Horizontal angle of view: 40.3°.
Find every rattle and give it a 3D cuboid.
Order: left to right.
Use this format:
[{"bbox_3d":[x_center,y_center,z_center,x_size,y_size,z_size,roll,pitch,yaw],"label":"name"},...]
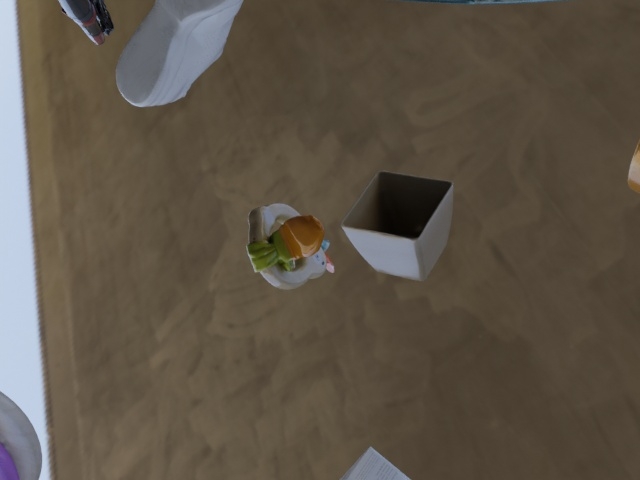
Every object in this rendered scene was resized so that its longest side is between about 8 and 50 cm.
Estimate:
[{"bbox_3d":[0.000,0.000,1.244,0.142,0.199,0.130,-36,-125,29],"label":"rattle"}]

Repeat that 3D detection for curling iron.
[{"bbox_3d":[-0.285,-0.280,1.017,0.035,0.068,0.274,-18,-176,-1],"label":"curling iron"}]

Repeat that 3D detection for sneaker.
[{"bbox_3d":[-0.109,-0.217,0.830,0.212,0.094,0.080,-47,-108,26],"label":"sneaker"}]

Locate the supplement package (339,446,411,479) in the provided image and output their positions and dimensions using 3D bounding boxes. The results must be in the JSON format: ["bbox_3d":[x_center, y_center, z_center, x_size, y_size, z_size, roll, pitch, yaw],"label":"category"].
[{"bbox_3d":[0.091,0.386,1.160,0.105,0.179,0.105,-44,169,-47],"label":"supplement package"}]

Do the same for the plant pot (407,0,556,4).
[{"bbox_3d":[0.053,-0.230,0.384,0.165,0.165,0.234,-155,-117,-62],"label":"plant pot"}]

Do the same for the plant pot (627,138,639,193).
[{"bbox_3d":[0.505,-0.106,1.036,0.188,0.205,0.205,35,-89,27],"label":"plant pot"}]

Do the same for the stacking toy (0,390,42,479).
[{"bbox_3d":[-0.296,0.229,0.531,0.141,0.141,0.330,-37,-161,24],"label":"stacking toy"}]

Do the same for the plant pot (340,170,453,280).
[{"bbox_3d":[0.105,-0.012,1.105,0.109,0.096,0.109,12,-130,31],"label":"plant pot"}]
